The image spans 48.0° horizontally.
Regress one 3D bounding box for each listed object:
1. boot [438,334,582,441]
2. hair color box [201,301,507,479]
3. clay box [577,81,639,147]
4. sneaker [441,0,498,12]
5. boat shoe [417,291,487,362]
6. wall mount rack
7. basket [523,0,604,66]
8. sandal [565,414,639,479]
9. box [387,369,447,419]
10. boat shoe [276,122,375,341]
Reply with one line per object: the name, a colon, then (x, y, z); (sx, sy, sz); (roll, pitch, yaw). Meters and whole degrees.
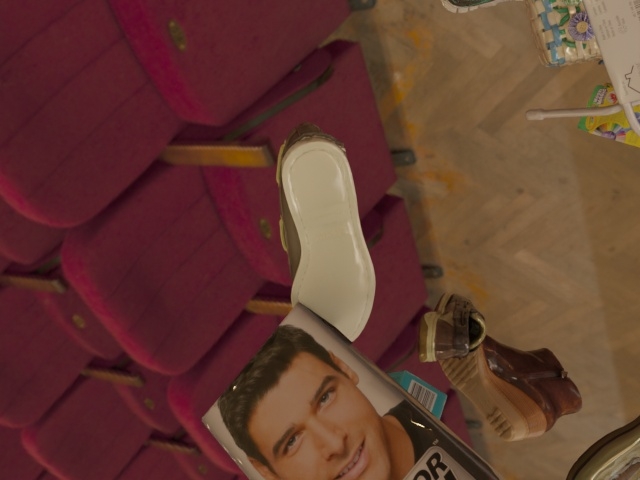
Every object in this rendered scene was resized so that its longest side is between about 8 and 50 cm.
boot: (0.308, 0.204, 1.191); (0.090, 0.207, 0.248); (-48, 62, 40)
hair color box: (0.056, 0.256, 0.782); (0.374, 0.185, 0.113); (39, 179, 36)
clay box: (0.778, -0.316, 1.825); (0.222, 0.053, 0.127); (17, 119, 0)
sneaker: (0.232, -0.330, 0.898); (0.166, 0.076, 0.065); (-18, 94, 12)
boat shoe: (0.185, 0.120, 0.960); (0.073, 0.223, 0.080); (7, 97, 20)
wall mount rack: (0.401, -0.294, 1.022); (0.304, 0.130, 0.350); (-18, 115, 27)
basket: (0.580, -0.483, 1.478); (0.289, 0.201, 0.254); (-20, 95, 9)
sandal: (0.423, 0.234, 0.835); (0.120, 0.303, 0.086); (45, -176, -26)
box: (0.121, 0.300, 1.336); (0.100, 0.060, 0.244); (32, 153, -16)
boat shoe: (0.005, -0.001, 0.916); (0.109, 0.091, 0.305); (-10, 121, -4)
